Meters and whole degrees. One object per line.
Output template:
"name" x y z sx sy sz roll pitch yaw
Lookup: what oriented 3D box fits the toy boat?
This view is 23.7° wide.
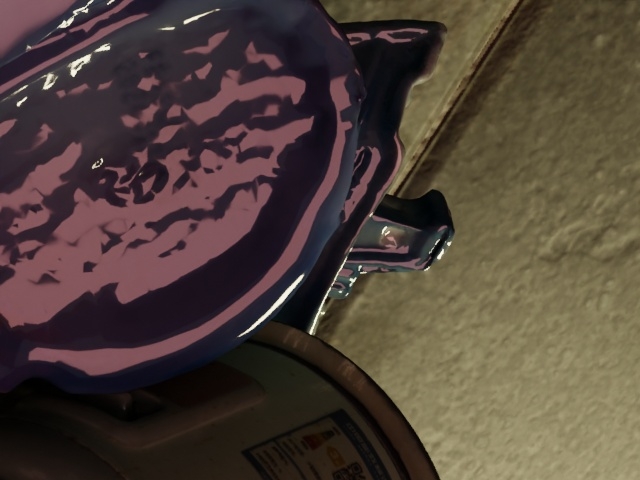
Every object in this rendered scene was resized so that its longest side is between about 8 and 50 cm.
"toy boat" 0.000 0.000 0.919 0.142 0.129 0.309 18 118 -15

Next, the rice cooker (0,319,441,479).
"rice cooker" -0.077 0.185 0.815 0.316 0.316 0.264 -5 103 -22

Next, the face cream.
"face cream" -0.127 -0.071 0.752 0.249 0.225 0.249 -10 120 -18
